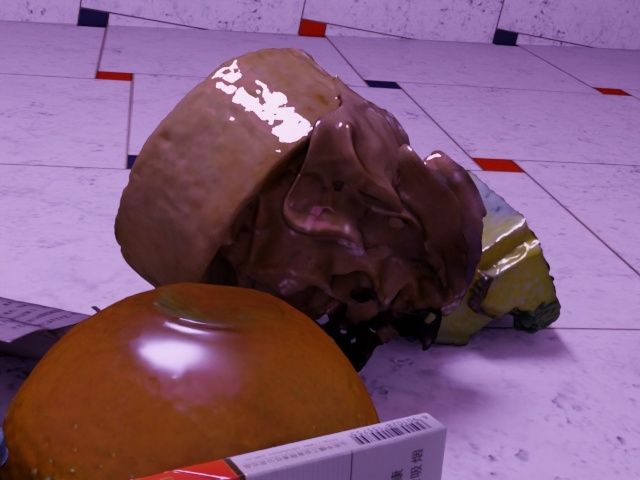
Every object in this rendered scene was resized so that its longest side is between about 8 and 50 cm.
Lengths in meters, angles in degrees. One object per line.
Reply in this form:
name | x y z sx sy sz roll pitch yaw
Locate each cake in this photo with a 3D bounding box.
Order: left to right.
cake | -0.004 0.001 1.063 0.321 0.332 0.332 38 33 21

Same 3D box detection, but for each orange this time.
orange | -0.090 0.146 0.841 0.334 0.196 0.262 2 30 -45

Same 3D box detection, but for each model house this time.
model house | 0.155 0.054 1.226 0.211 0.170 0.194 -28 36 -7

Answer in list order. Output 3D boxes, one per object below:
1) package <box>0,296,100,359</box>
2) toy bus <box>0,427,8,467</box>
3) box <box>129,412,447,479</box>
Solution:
package | -0.326 0.075 0.966 0.204 0.062 0.251 8 -10 11
toy bus | -0.318 0.183 0.717 0.167 0.138 0.275 -8 24 -29
box | -0.019 0.211 0.721 0.245 0.139 0.035 -6 21 -31
